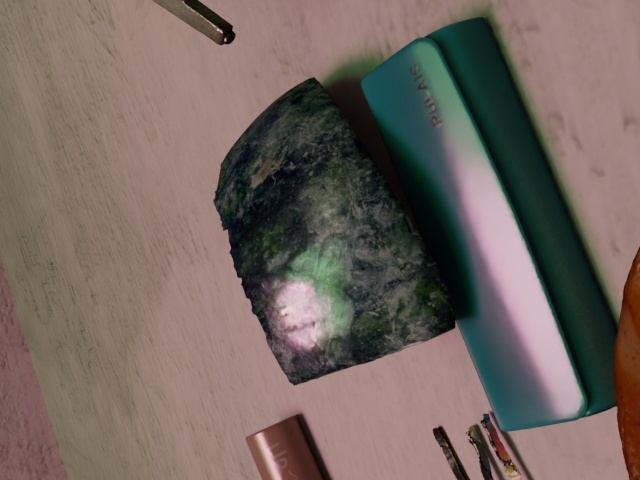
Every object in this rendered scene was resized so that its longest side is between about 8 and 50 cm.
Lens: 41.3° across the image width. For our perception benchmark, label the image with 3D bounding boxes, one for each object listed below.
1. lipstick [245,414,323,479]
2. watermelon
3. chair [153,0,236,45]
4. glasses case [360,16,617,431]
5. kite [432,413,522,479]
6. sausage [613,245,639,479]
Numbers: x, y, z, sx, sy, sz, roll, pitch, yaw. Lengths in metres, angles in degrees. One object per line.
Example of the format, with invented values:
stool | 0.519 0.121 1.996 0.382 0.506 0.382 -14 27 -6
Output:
lipstick | -0.011 0.346 1.038 0.070 0.070 0.254 -40 71 56
watermelon | 0.000 0.000 0.757 0.226 0.148 0.318 56 -175 -48
chair | -0.140 -0.316 0.754 0.270 0.136 0.147 35 139 11
glasses case | 0.127 -0.008 0.652 0.117 0.070 0.301 -31 78 57
kite | 0.188 0.288 0.755 0.285 0.015 0.152 63 147 14
sausage | 0.239 0.121 0.536 0.103 0.076 0.302 0 106 49
